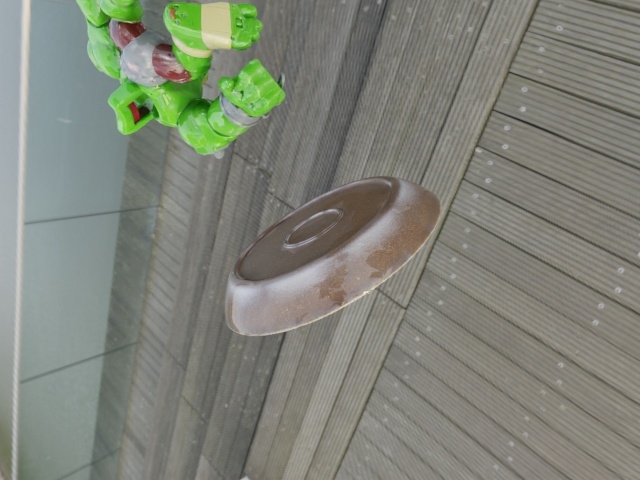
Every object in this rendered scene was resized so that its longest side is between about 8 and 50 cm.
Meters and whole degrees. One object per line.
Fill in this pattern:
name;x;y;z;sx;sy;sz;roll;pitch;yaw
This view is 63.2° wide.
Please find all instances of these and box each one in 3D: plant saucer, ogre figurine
plant saucer;0.000;0.000;0.666;0.311;0.310;0.050;-12;116;43
ogre figurine;-0.119;-0.138;0.383;0.197;0.096;0.118;24;149;-7
